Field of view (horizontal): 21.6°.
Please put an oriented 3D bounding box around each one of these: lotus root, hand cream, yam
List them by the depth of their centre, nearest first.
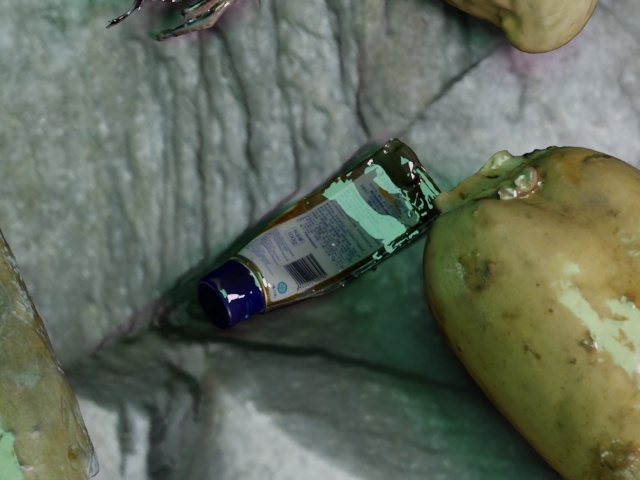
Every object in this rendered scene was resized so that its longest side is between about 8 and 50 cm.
[{"bbox_3d":[-0.195,0.082,0.924,0.107,0.107,0.194,-23,74,-14],"label":"yam"},{"bbox_3d":[0.178,0.063,0.949,0.160,0.146,0.284,-40,81,0],"label":"lotus root"},{"bbox_3d":[0.000,0.000,1.014,0.163,0.039,0.062,-31,74,-22],"label":"hand cream"}]

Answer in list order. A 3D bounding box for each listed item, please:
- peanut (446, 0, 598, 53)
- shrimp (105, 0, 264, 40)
[{"bbox_3d":[0.086,-0.233,1.072,0.117,0.101,0.263,-30,75,5],"label":"peanut"},{"bbox_3d":[-0.064,-0.186,1.058,0.075,0.073,0.190,13,48,46],"label":"shrimp"}]
